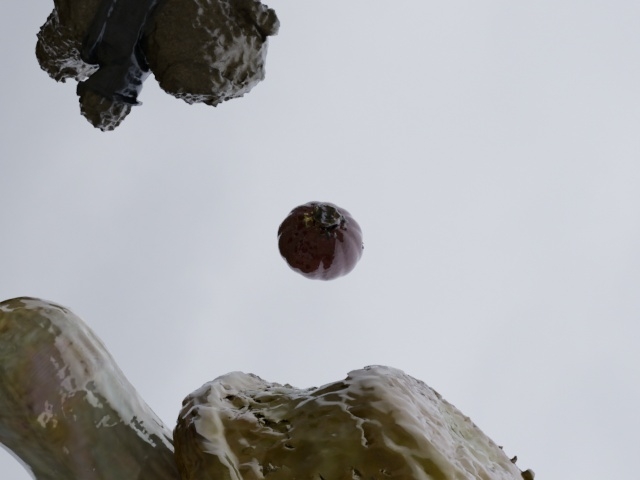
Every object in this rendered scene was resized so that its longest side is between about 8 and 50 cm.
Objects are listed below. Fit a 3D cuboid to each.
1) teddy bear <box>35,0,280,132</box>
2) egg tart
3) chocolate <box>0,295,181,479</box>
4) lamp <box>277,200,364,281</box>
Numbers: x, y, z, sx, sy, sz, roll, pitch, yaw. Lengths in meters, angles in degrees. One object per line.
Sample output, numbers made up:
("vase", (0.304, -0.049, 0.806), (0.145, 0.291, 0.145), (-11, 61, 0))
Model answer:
("teddy bear", (-0.146, -0.171, 1.443), (0.251, 0.129, 0.182), (21, -98, 42))
("egg tart", (0.078, 0.242, 1.484), (0.178, 0.443, 0.443), (-48, -138, 12))
("chocolate", (-0.187, 0.179, 1.554), (0.134, 0.309, 0.134), (-34, -168, 8))
("lamp", (0.000, 0.000, 2.108), (0.090, 0.101, 0.101), (108, -29, -43))
